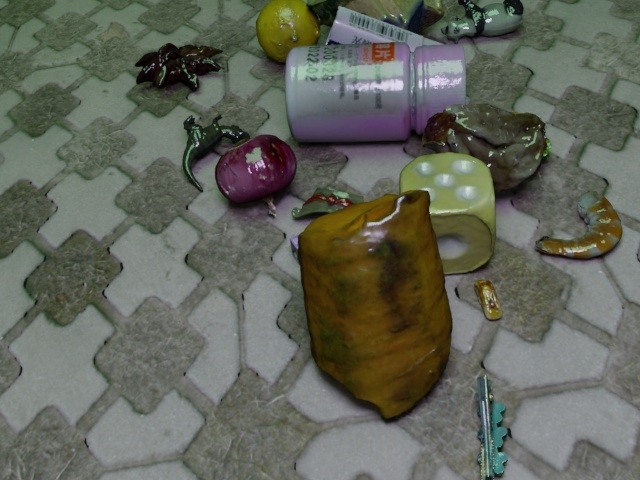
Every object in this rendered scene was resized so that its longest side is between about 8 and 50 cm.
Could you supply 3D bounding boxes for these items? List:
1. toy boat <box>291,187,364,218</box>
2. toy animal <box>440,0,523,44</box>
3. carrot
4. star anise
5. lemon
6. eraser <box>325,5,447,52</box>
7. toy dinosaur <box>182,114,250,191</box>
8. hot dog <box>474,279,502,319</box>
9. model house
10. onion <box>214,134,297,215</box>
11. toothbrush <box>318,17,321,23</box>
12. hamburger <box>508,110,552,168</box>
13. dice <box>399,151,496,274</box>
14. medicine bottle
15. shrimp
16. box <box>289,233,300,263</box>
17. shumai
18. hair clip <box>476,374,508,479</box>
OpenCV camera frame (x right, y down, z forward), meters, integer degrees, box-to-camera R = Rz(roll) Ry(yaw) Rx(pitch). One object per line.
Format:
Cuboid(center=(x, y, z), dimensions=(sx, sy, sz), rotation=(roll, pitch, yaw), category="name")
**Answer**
Cuboid(center=(0.032, -0.065, 1.393), dimensions=(0.185, 0.089, 0.071), rotation=(11, 92, 18), category="toy boat")
Cuboid(center=(0.438, -0.599, 1.856), dimensions=(0.225, 0.094, 0.121), rotation=(-9, 54, -2), category="toy animal")
Cuboid(center=(0.091, 0.083, 1.132), dimensions=(0.241, 0.340, 0.241), rotation=(-8, 14, 2), category="carrot")
Cuboid(center=(-0.394, -0.499, 1.870), dimensions=(0.272, 0.102, 0.272), rotation=(-4, 42, 3), category="star anise")
Cuboid(center=(-0.090, -0.569, 1.844), dimensions=(0.173, 0.173, 0.206), rotation=(-29, 46, -19), category="lemon")
Cuboid(center=(0.154, -0.446, 1.641), dimensions=(0.287, 0.130, 0.086), rotation=(17, 52, -6), category="eraser")
Cuboid(center=(-0.242, -0.220, 1.577), dimensions=(0.187, 0.087, 0.179), rotation=(-26, 46, -15), category="toy dinosaur")
Cuboid(center=(0.296, 0.098, 1.212), dimensions=(0.030, 0.034, 0.090), rotation=(-9, 44, -1), category="hot dog")
Cuboid(center=(0.151, -0.607, 1.793), dimensions=(0.261, 0.266, 0.321), rotation=(-19, 33, 45), category="model house")
Cuboid(center=(-0.135, -0.147, 1.448), dimensions=(0.177, 0.153, 0.177), rotation=(-18, 41, 16), category="onion")
Cuboid(center=(-0.042, -0.633, 2.007), dimensions=(0.288, 0.021, 0.024), rotation=(-16, 56, -7), category="toothbrush")
Cuboid(center=(0.427, -0.218, 1.471), dimensions=(0.137, 0.087, 0.166), rotation=(8, 47, 16), category="hamburger")
Cuboid(center=(0.233, -0.050, 1.276), dimensions=(0.169, 0.166, 0.169), rotation=(-2, 46, 6), category="dice")
Cuboid(center=(0.125, -0.333, 1.538), dimensions=(0.388, 0.219, 0.219), rotation=(0, 45, 9), category="medicine bottle")
Cuboid(center=(0.484, -0.026, 1.307), dimensions=(0.166, 0.049, 0.161), rotation=(-12, 46, 7), category="shrimp")
Cuboid(center=(0.000, 0.000, 1.344), dimensions=(0.117, 0.050, 0.036), rotation=(-23, 48, -11), category="box")
Cuboid(center=(0.313, -0.177, 1.342), dimensions=(0.218, 0.185, 0.184), rotation=(-1, 85, 30), category="shumai")
Cuboid(center=(0.256, 0.284, 1.026), dimensions=(0.049, 0.049, 0.173), rotation=(1, 51, 10), category="hair clip")
